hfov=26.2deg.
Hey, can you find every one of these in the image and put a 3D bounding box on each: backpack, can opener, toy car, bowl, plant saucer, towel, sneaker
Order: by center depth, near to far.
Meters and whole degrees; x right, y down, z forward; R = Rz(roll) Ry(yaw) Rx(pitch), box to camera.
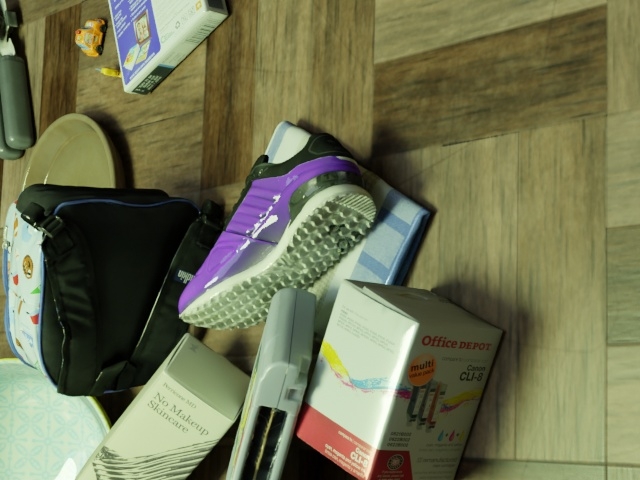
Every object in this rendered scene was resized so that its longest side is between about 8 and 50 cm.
[{"bbox_3d":[-0.060,-0.015,1.584,0.293,0.102,0.146,-39,52,29],"label":"sneaker"},{"bbox_3d":[0.000,0.000,1.605,0.285,0.034,0.209,35,108,45],"label":"towel"},{"bbox_3d":[-0.291,0.061,1.774,0.213,0.277,0.263,18,104,54],"label":"backpack"},{"bbox_3d":[-0.408,0.301,1.911,0.156,0.289,0.289,-7,-74,-87],"label":"bowl"},{"bbox_3d":[-0.327,-0.288,2.030,0.122,0.040,0.060,41,114,45],"label":"toy car"},{"bbox_3d":[-0.367,-0.049,2.037,0.278,0.041,0.277,-11,75,47],"label":"plant saucer"},{"bbox_3d":[-0.529,-0.269,2.221,0.076,0.095,0.283,-34,59,42],"label":"can opener"}]

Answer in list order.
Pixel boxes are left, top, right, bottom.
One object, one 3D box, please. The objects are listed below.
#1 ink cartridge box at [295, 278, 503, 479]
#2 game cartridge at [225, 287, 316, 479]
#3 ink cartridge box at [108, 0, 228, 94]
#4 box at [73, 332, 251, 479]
[{"bbox_3d":[0.080,0.144,1.412,0.127,0.128,0.176,28,105,48],"label":"ink cartridge box"},{"bbox_3d":[-0.063,0.209,1.535,0.196,0.060,0.294,-76,1,-65],"label":"game cartridge"},{"bbox_3d":[-0.220,-0.342,1.911,0.206,0.045,0.208,-36,58,40],"label":"ink cartridge box"},{"bbox_3d":[-0.204,0.252,1.721,0.275,0.113,0.094,-52,4,32],"label":"box"}]
